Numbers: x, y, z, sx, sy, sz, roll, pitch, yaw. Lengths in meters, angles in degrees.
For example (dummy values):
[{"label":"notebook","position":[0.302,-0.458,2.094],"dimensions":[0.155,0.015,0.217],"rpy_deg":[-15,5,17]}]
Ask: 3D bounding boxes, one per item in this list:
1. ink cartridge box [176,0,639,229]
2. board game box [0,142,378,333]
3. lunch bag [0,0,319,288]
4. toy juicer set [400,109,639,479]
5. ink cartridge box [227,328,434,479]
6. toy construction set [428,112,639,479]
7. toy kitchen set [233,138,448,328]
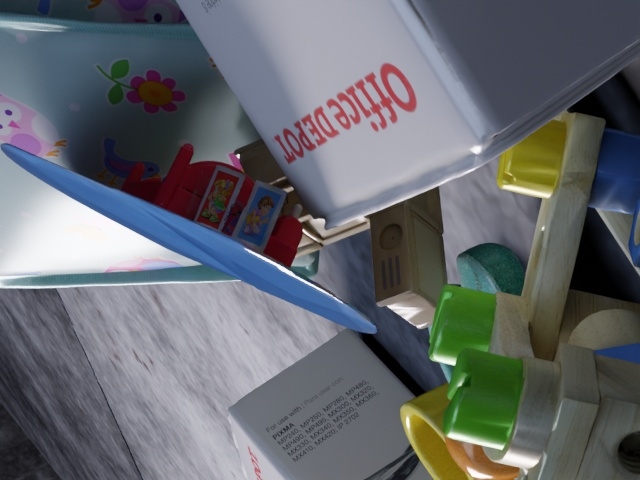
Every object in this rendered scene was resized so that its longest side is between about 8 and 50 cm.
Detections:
[{"label":"ink cartridge box","position":[-0.007,-0.160,0.653],"dimensions":[0.283,0.117,0.207],"rpy_deg":[58,165,-3]},{"label":"board game box","position":[-0.045,-0.013,0.791],"dimensions":[0.168,0.033,0.133],"rpy_deg":[23,173,28]},{"label":"lunch bag","position":[-0.133,-0.088,0.899],"dimensions":[0.223,0.262,0.160],"rpy_deg":[81,-168,-58]},{"label":"toy juicer set","position":[0.118,0.099,0.850],"dimensions":[0.209,0.089,0.329],"rpy_deg":[51,163,20]},{"label":"ink cartridge box","position":[0.058,0.193,1.194],"dimensions":[0.237,0.100,0.172],"rpy_deg":[46,161,31]},{"label":"toy construction set","position":[0.089,0.136,0.698],"dimensions":[0.215,0.151,0.328],"rpy_deg":[-84,-8,-62]},{"label":"toy kitchen set","position":[0.000,0.000,0.824],"dimensions":[0.068,0.083,0.075],"rpy_deg":[35,-138,-48]}]
